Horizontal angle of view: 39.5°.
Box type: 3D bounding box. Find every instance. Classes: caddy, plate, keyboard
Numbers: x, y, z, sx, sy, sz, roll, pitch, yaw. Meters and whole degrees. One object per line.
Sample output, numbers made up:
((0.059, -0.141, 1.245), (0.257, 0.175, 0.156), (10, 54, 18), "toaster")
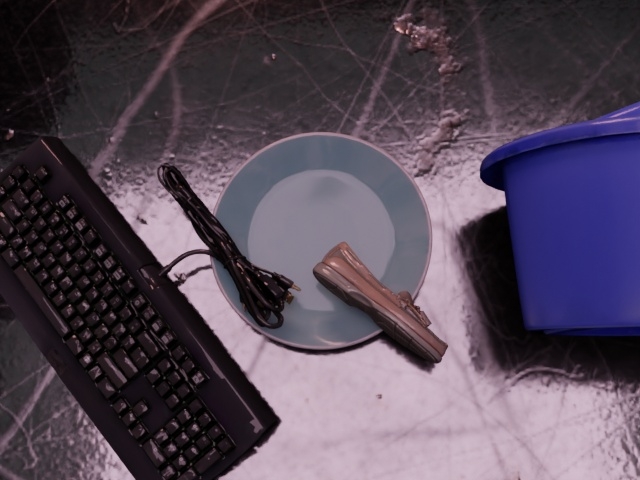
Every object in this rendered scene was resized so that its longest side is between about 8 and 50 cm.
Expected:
((0.285, -0.025, 0.625), (0.341, 0.241, 0.179), (-3, 83, 20), "caddy")
((0.000, 0.000, 0.755), (0.188, 0.024, 0.188), (0, 76, 1), "plate")
((-0.148, 0.039, 0.732), (0.201, 0.033, 0.317), (-41, 79, 2), "keyboard")

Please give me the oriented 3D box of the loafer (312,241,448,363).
((0.053, 0.047, 0.707), (0.125, 0.045, 0.039), (36, 74, 12), "loafer")
